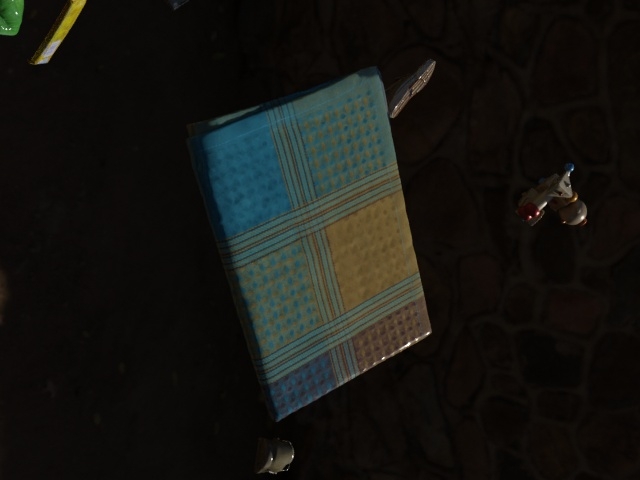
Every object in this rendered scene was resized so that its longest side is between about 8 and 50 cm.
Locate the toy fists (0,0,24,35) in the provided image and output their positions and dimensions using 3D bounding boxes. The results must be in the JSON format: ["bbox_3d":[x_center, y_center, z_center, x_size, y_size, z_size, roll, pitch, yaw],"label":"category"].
[{"bbox_3d":[-0.718,-0.518,1.561,0.096,0.279,0.142,-57,-177,-39],"label":"toy fists"}]

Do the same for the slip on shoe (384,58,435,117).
[{"bbox_3d":[0.145,-0.265,1.321,0.135,0.041,0.051,-50,163,-17],"label":"slip on shoe"}]

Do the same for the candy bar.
[{"bbox_3d":[-0.400,-0.323,1.191,0.018,0.161,0.040,49,34,-2],"label":"candy bar"}]

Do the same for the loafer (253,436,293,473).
[{"bbox_3d":[-0.070,0.324,1.167,0.148,0.050,0.056,124,-26,-76],"label":"loafer"}]

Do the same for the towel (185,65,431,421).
[{"bbox_3d":[0.000,0.000,0.954,0.271,0.040,0.370,-23,109,-29],"label":"towel"}]

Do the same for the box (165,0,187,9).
[{"bbox_3d":[-0.344,-0.572,1.348,0.079,0.322,0.257,-36,138,-6],"label":"box"}]

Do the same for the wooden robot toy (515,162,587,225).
[{"bbox_3d":[0.317,-0.041,1.049,0.076,0.079,0.173,-48,178,-9],"label":"wooden robot toy"}]
